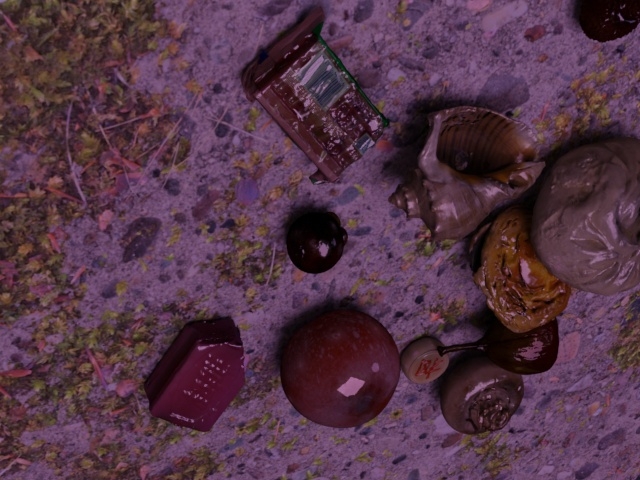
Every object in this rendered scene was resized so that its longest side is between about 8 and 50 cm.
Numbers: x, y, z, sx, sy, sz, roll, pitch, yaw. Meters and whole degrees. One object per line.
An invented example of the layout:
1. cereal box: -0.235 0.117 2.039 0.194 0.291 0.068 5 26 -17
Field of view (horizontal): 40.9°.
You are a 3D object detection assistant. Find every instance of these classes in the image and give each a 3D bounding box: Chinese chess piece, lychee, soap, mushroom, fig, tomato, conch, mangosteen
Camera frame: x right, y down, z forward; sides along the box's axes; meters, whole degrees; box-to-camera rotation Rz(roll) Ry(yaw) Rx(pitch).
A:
1. Chinese chess piece: 0.255 0.294 2.098 0.122 0.051 0.122 -12 127 -17
2. lychee: 0.561 -0.447 1.665 0.123 0.123 0.129 24 138 -35
3. soap: -0.253 0.277 1.833 0.162 0.099 0.250 25 111 -28
4. soap: -0.002 -0.251 1.562 0.218 0.098 0.273 -39 130 6
5. mushroom: 0.414 0.396 2.162 0.227 0.178 0.226 -13 120 -23
6. fig: 0.442 0.262 2.069 0.290 0.190 0.190 -30 130 -7
7. tomato: 0.047 0.290 1.888 0.270 0.227 0.270 -11 124 -17
8. conch: 0.278 -0.145 1.717 0.324 0.186 0.263 -20 113 -26
9. mangosteen: 0.000 0.000 1.737 0.140 0.140 0.140 -12 127 -16

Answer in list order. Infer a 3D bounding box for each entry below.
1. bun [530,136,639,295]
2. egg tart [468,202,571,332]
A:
1. bun: 0.641 -0.053 1.869 0.360 0.211 0.359 -7 106 -26
2. egg tart: 0.448 0.061 1.965 0.297 0.132 0.297 -2 95 -27
